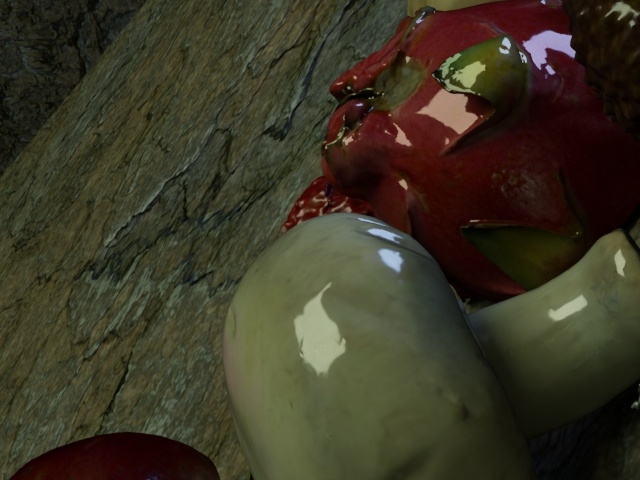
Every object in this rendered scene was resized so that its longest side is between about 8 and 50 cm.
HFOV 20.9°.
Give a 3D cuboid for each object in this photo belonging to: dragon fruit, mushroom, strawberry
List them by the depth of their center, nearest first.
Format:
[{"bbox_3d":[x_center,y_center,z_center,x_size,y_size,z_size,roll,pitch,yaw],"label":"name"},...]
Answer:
[{"bbox_3d":[0.066,0.123,1.261,0.356,0.315,0.315,-28,34,44],"label":"mushroom"},{"bbox_3d":[0.140,-0.105,1.515,0.305,0.226,0.305,-47,20,23],"label":"dragon fruit"},{"bbox_3d":[0.000,0.000,1.822,0.236,0.111,0.190,-32,34,49],"label":"strawberry"}]

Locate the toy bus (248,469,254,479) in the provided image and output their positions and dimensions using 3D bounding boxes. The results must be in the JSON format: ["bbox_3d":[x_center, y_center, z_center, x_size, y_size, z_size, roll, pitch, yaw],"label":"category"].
[{"bbox_3d":[0.008,0.190,1.506,0.113,0.139,0.301,-35,37,45],"label":"toy bus"}]

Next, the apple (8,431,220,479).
[{"bbox_3d":[-0.228,0.381,1.695,0.329,0.295,0.365,78,-165,-55],"label":"apple"}]

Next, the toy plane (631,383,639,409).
[{"bbox_3d":[0.188,0.245,1.128,0.273,0.107,0.182,-49,-30,-36],"label":"toy plane"}]

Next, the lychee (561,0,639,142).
[{"bbox_3d":[0.294,-0.160,1.269,0.271,0.271,0.271,-45,23,26],"label":"lychee"}]

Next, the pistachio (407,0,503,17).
[{"bbox_3d":[0.208,-0.294,1.661,0.318,0.193,0.214,-43,65,27],"label":"pistachio"}]
